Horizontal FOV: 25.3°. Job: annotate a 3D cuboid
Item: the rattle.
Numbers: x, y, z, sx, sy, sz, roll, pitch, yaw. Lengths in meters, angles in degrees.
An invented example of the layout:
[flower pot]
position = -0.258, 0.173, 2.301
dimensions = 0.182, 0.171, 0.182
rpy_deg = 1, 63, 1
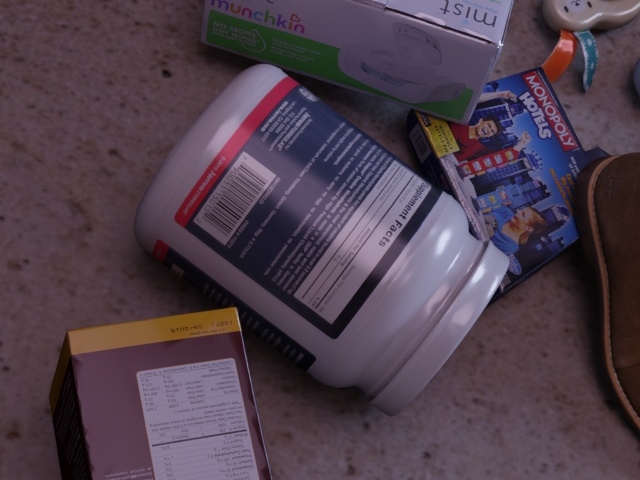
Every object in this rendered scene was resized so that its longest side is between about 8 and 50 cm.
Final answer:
[rattle]
position = 0.282, -0.258, 1.403
dimensions = 0.130, 0.143, 0.199
rpy_deg = 40, 57, -18

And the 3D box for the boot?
[boot]
position = 0.317, 0.069, 1.270
dimensions = 0.112, 0.115, 0.305
rpy_deg = -20, 95, -27

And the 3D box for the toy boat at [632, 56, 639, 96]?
[toy boat]
position = 0.400, -0.072, 1.339
dimensions = 0.148, 0.267, 0.318
rpy_deg = -19, 54, 13

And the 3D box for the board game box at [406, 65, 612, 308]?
[board game box]
position = 0.200, -0.057, 1.343
dimensions = 0.194, 0.060, 0.194
rpy_deg = -18, 75, -22

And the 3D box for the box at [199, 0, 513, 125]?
[box]
position = 0.050, -0.261, 1.310
dimensions = 0.262, 0.127, 0.231
rpy_deg = 17, 57, -1

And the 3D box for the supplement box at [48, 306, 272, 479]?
[supplement box]
position = -0.124, 0.179, 1.092
dimensions = 0.129, 0.191, 0.194
rpy_deg = -7, 71, -17

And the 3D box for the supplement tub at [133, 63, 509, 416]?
[supplement tub]
position = 0.000, 0.000, 1.194
dimensions = 0.272, 0.191, 0.191
rpy_deg = 37, 65, 1
